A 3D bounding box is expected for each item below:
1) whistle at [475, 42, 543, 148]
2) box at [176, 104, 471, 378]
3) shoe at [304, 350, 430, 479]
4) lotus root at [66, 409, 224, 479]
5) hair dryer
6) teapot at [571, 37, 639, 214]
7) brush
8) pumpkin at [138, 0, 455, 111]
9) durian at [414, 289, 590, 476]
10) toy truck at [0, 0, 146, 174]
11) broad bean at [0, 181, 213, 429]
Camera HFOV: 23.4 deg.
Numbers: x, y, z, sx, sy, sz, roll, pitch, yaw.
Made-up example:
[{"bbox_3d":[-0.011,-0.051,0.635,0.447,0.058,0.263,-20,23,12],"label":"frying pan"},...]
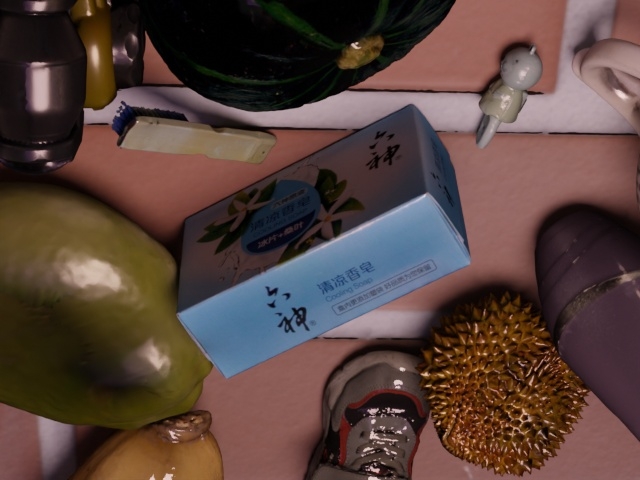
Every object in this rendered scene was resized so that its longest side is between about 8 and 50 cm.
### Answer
[{"bbox_3d":[0.151,-0.118,1.256,0.035,0.035,0.100,18,122,-13],"label":"whistle"},{"bbox_3d":[0.000,0.000,1.265,0.232,0.142,0.083,-27,120,16],"label":"box"},{"bbox_3d":[0.042,0.210,1.418,0.099,0.125,0.227,12,124,-7],"label":"shoe"},{"bbox_3d":[-0.187,0.273,1.444,0.146,0.131,0.303,24,122,-22],"label":"lotus root"},{"bbox_3d":[0.372,0.105,1.312,0.361,0.301,0.121,1,135,-32],"label":"hair dryer"},{"bbox_3d":[0.331,-0.068,1.236,0.300,0.166,0.208,40,93,-16],"label":"teapot"},{"bbox_3d":[-0.100,-0.084,1.227,0.178,0.030,0.033,3,125,-55],"label":"brush"},{"bbox_3d":[-0.024,-0.224,1.091,0.248,0.248,0.248,-1,124,-1],"label":"pumpkin"},{"bbox_3d":[0.159,0.125,1.352,0.158,0.168,0.137,43,140,-1],"label":"durian"},{"bbox_3d":[-0.206,-0.174,1.129,0.147,0.165,0.224,3,123,-3],"label":"toy truck"},{"bbox_3d":[-0.224,0.060,1.314,0.291,0.119,0.238,23,129,-13],"label":"broad bean"}]
